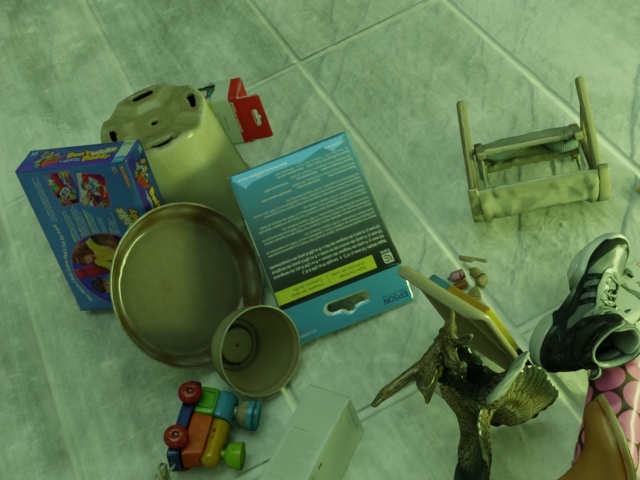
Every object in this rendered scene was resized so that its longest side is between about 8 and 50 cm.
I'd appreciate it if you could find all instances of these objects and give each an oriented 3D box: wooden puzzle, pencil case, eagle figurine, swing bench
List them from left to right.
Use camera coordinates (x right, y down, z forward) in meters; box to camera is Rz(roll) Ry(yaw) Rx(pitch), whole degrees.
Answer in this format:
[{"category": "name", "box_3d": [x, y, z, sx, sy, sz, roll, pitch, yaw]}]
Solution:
[{"category": "wooden puzzle", "box_3d": [0.252, 0.137, 1.558, 0.044, 0.238, 0.221, -49, 34, -5]}, {"category": "eagle figurine", "box_3d": [0.235, 0.253, 1.423, 0.226, 0.298, 0.225, -28, 25, 13]}, {"category": "swing bench", "box_3d": [0.405, -0.151, 1.857, 0.253, 0.165, 0.255, -9, 52, 10]}, {"category": "pencil case", "box_3d": [0.446, 0.281, 1.490, 0.098, 0.095, 0.209, -6, 43, 34]}]

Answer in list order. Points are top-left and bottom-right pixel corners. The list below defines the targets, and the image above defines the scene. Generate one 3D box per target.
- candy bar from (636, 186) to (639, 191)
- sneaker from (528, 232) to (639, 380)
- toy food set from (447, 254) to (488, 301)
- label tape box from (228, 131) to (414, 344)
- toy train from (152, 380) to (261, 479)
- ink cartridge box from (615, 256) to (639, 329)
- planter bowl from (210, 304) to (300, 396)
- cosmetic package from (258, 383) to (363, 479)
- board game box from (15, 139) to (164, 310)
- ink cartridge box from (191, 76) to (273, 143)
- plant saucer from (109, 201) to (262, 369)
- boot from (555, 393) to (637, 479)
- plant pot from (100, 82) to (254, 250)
[{"category": "candy bar", "box_3d": [0.661, -0.072, 1.789, 0.040, 0.018, 0.161, -40, 49, -13]}, {"category": "sneaker", "box_3d": [0.456, 0.109, 1.535, 0.153, 0.101, 0.269, 14, 64, 54]}, {"category": "toy food set", "box_3d": [0.267, 0.086, 1.782, 0.077, 0.019, 0.122, 9, 60, 27]}, {"category": "label tape box", "box_3d": [0.000, 0.000, 1.853, 0.249, 0.115, 0.348, -21, 84, -5]}, {"category": "toy train", "box_3d": [-0.192, 0.364, 1.635, 0.143, 0.105, 0.248, 7, 50, 8]}, {"category": "ink cartridge box", "box_3d": [0.521, 0.103, 1.649, 0.135, 0.056, 0.099, -28, 45, -7]}, {"category": "planter bowl", "box_3d": [-0.133, 0.193, 1.740, 0.162, 0.162, 0.109, -47, 25, -24]}, {"category": "cosmetic package", "box_3d": [-0.019, 0.363, 1.556, 0.085, 0.117, 0.231, 13, 55, 28]}, {"category": "board game box", "box_3d": [-0.413, -0.021, 1.881, 0.233, 0.347, 0.078, -3, 36, 16]}, {"category": "ink cartridge box", "box_3d": [-0.232, -0.292, 2.224, 0.231, 0.134, 0.078, -8, 46, 12]}, {"category": "plant saucer", "box_3d": [-0.255, 0.085, 1.804, 0.050, 0.310, 0.311, -12, 36, 55]}, {"category": "boot", "box_3d": [0.335, 0.370, 1.366, 0.220, 0.109, 0.284, -8, 90, 12]}, {"category": "plant pot", "box_3d": [-0.294, -0.141, 1.985, 0.333, 0.305, 0.334, -10, 46, 11]}]
